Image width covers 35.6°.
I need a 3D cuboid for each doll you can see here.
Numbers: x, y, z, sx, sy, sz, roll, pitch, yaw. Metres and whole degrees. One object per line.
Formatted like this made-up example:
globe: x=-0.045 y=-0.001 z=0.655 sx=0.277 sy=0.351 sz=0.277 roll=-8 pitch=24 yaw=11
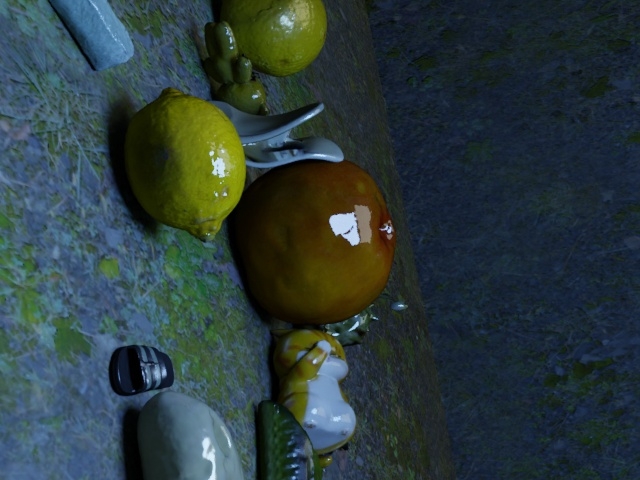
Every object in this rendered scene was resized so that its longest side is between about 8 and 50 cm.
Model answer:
doll: x=-0.169 y=-0.343 z=2.001 sx=0.097 sy=0.137 sz=0.209 roll=-35 pitch=121 yaw=-40
doll: x=-0.017 y=0.294 z=1.968 sx=0.166 sy=0.162 sz=0.270 roll=25 pitch=52 yaw=-32

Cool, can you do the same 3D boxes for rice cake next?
rice cake: x=-0.349 y=-0.343 z=1.482 sx=0.206 sy=0.069 sz=0.063 roll=64 pitch=20 yaw=-44

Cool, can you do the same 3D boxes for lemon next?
lemon: x=-0.097 y=-0.475 z=2.189 sx=0.253 sy=0.228 sz=0.228 roll=32 pitch=45 yaw=-51
lemon: x=-0.211 y=-0.121 z=1.564 sx=0.188 sy=0.188 sz=0.257 roll=8 pitch=63 yaw=-74

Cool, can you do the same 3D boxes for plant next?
plant: x=0.018 y=0.117 z=2.286 sx=0.180 sy=0.251 sz=0.333 roll=49 pitch=-1 yaw=-31

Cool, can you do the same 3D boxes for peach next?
peach: x=0.000 y=0.000 z=1.988 sx=0.343 sy=0.301 sz=0.343 roll=-14 pitch=90 yaw=-73

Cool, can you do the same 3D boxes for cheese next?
cheese: x=-0.171 y=0.415 z=1.348 sx=0.328 sy=0.129 sz=0.351 roll=-78 pitch=151 yaw=-59

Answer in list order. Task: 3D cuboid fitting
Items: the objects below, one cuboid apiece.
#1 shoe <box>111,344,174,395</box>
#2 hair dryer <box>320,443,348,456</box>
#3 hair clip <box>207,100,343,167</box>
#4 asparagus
shoe: x=-0.242 y=0.185 z=1.446 sx=0.179 sy=0.049 sz=0.071 roll=23 pitch=54 yaw=-71
hair dryer: x=0.032 y=0.445 z=2.236 sx=0.173 sy=0.050 sz=0.195 roll=-82 pitch=158 yaw=-47
hair clip: x=-0.099 y=-0.202 z=1.910 sx=0.172 sy=0.282 sz=0.113 roll=-69 pitch=155 yaw=-67
asparagus: x=-0.049 y=0.471 z=1.779 sx=0.108 sy=0.128 sz=0.382 roll=116 pitch=-26 yaw=-54
